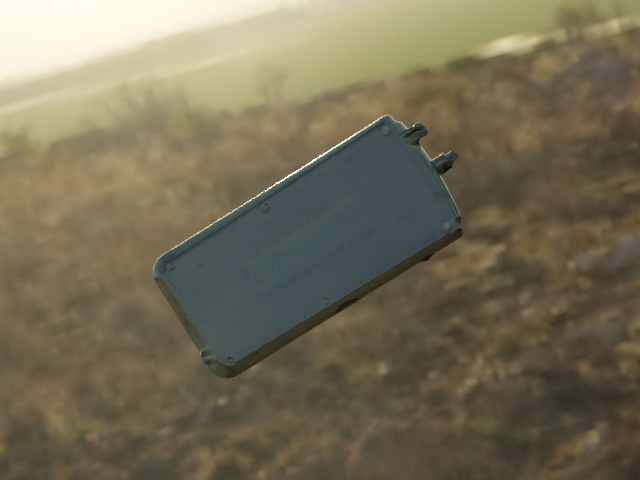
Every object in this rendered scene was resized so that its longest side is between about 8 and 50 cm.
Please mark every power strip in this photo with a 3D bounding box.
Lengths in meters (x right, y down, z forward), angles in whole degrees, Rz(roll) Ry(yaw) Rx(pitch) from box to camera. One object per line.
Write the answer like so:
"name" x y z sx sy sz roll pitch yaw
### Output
"power strip" 0.000 0.000 0.976 0.169 0.076 0.028 -31 -4 0
